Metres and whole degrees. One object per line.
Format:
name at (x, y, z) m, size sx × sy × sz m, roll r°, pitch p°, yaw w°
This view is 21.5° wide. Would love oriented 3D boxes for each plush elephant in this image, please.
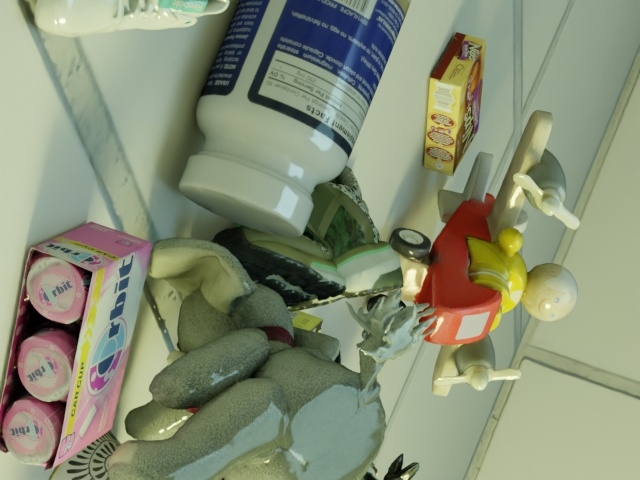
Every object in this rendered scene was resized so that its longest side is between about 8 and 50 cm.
plush elephant at (-0.076, 0.140, 1.573) m, size 0.330 × 0.255 × 0.272 m, roll -51°, pitch 130°, yaw -10°

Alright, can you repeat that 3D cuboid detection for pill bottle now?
pill bottle at (-0.027, -0.146, 1.581) m, size 0.153 × 0.153 × 0.265 m, roll 55°, pitch 56°, yaw -71°

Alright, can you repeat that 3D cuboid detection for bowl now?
bowl at (-0.202, 0.268, 1.593) m, size 0.170 × 0.080 × 0.170 m, roll 18°, pitch 90°, yaw -74°

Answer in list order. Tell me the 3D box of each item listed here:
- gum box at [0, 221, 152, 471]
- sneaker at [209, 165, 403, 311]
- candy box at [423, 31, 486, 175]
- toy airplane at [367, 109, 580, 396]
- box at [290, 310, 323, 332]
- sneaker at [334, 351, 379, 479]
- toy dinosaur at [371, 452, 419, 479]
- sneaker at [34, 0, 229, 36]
gum box at (-0.207, 0.090, 1.401) m, size 0.107 × 0.062 × 0.188 m, roll -33°, pitch 139°, yaw -66°
sneaker at (-0.038, -0.019, 1.813) m, size 0.410 × 0.158 × 0.182 m, roll 5°, pitch 72°, yaw -72°
candy box at (0.196, -0.197, 2.465) m, size 0.187 × 0.053 × 0.109 m, roll 88°, pitch 25°, yaw -48°
toy airplane at (0.261, 0.034, 2.532) m, size 0.386 × 0.272 × 0.384 m, roll 80°, pitch 35°, yaw -70°
box at (-0.056, 0.202, 2.053) m, size 0.087 × 0.058 × 0.232 m, roll -43°, pitch 147°, yaw -59°
sneaker at (-0.005, 0.230, 1.705) m, size 0.169 × 0.447 × 0.258 m, roll 10°, pitch 90°, yaw -40°
toy dinosaur at (-0.007, 0.324, 2.259) m, size 0.218 × 0.164 × 0.322 m, roll -20°, pitch 161°, yaw -42°
sneaker at (-0.135, -0.189, 1.275) m, size 0.212 × 0.094 × 0.080 m, roll -32°, pitch 139°, yaw -66°
